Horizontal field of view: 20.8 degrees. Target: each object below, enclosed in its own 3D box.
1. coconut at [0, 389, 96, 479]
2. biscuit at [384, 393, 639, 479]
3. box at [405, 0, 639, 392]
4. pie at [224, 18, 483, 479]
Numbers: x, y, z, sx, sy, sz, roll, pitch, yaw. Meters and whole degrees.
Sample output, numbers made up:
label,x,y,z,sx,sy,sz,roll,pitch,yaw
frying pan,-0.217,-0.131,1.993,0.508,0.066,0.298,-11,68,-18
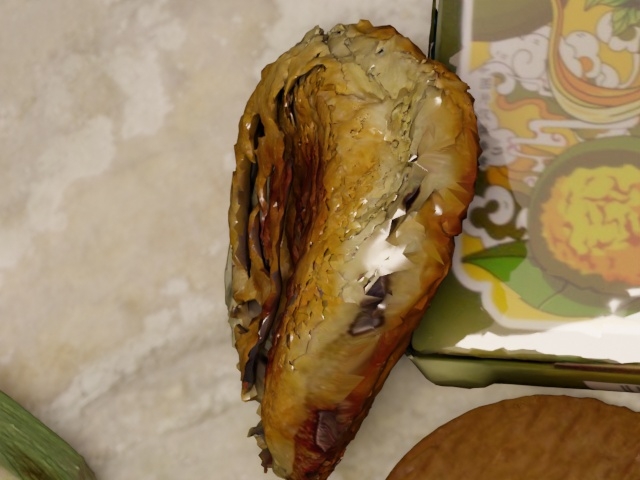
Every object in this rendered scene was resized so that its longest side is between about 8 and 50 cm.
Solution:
label,x,y,z,sx,sy,sz,roll,pitch,yaw
coconut,-0.261,0.209,1.018,0.281,0.328,0.328,-8,81,32
biscuit,0.143,0.208,0.992,0.262,0.037,0.262,4,58,-6
box,0.254,-0.111,1.008,0.373,0.138,0.420,3,85,15
pie,0.001,0.000,1.001,0.085,0.308,0.308,6,84,-15
